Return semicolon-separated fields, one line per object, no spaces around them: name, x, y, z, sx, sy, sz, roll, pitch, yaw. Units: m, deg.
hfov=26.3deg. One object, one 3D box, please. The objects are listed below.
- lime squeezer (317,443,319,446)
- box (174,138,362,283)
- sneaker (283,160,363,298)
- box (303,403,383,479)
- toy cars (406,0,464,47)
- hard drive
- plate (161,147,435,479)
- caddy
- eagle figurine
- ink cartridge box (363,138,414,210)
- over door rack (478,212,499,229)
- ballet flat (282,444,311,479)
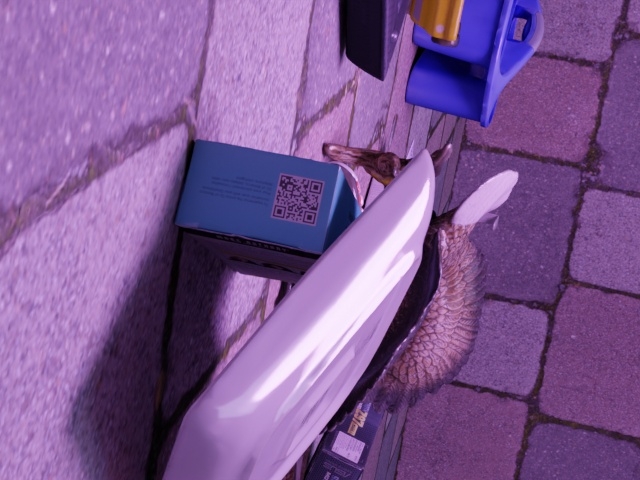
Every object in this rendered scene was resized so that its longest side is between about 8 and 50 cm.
lime squeezer;0.013;0.378;2.040;0.310;0.058;0.110;65;8;-74
box;-0.026;-0.010;0.988;0.244;0.100;0.060;55;46;-79
sneaker;0.000;0.000;1.326;0.065;0.061;0.158;7;95;-75
box;0.017;0.282;1.716;0.183;0.059;0.233;-65;177;25
toy cars;0.160;-0.393;1.735;0.176;0.087;0.394;98;5;-60
hard drive;0.075;-0.307;1.372;0.172;0.054;0.255;87;17;-61
plate;-0.018;0.103;0.945;0.278;0.045;0.277;-48;167;-36
caddy;0.247;-0.327;2.065;0.241;0.179;0.341;95;11;-46
eagle figurine;0.088;0.051;1.485;0.225;0.226;0.298;164;-77;-69
ink cartridge box;0.084;-0.006;1.906;0.206;0.045;0.208;90;17;-56
over door rack;0.174;0.101;2.352;0.324;0.108;0.240;-32;138;-49
ballet flat;-0.044;0.234;1.421;0.084;0.058;0.250;-29;126;-76
